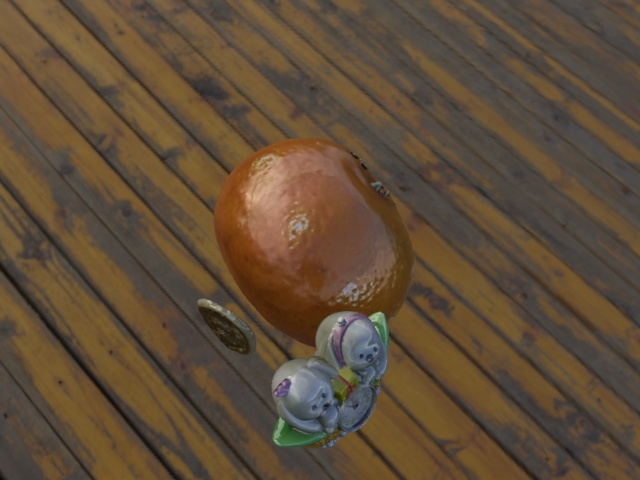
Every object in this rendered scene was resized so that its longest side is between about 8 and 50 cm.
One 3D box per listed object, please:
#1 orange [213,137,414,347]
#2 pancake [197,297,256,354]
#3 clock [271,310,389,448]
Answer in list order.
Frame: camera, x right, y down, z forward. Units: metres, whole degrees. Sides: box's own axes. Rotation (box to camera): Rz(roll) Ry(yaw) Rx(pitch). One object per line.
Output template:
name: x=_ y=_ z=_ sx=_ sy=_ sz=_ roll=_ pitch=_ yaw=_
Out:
orange: x=0.000 y=0.000 z=1.397 sx=0.326 sy=0.424 sz=0.424 roll=-38 pitch=67 yaw=8
pancake: x=-0.192 y=0.175 z=1.463 sx=0.158 sy=0.158 sz=0.028 roll=36 pitch=62 yaw=10
clock: x=0.015 y=0.184 z=0.977 sx=0.103 sy=0.144 sz=0.231 roll=25 pitch=62 yaw=37
